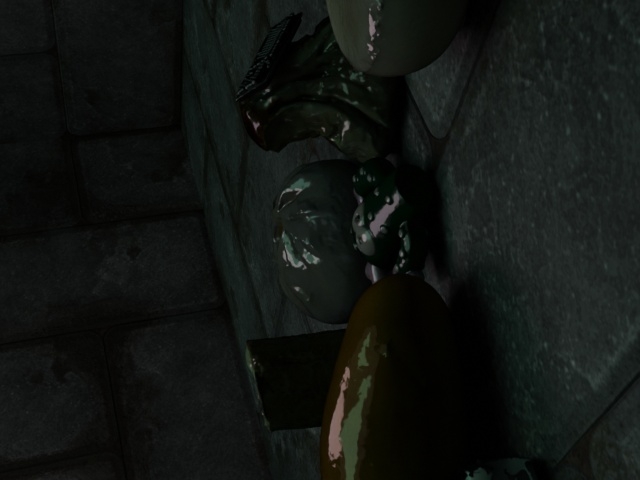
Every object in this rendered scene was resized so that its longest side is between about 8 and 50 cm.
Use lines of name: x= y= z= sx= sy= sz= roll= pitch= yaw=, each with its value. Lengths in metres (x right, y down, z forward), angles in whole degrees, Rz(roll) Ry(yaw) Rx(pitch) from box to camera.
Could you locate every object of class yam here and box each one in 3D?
yam: x=0.013 y=0.264 z=1.713 sx=0.195 sy=0.300 sz=0.195 roll=175 pitch=90 yaw=-80

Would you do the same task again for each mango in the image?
mango: x=0.120 y=0.270 z=1.382 sx=0.300 sy=0.232 sz=0.445 roll=-13 pitch=-77 yaw=-65

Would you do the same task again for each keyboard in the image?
keyboard: x=-0.089 y=-0.329 z=1.578 sx=0.094 sy=0.025 sz=0.230 roll=-25 pitch=31 yaw=34

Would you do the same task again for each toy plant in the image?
toy plant: x=0.116 y=-0.029 z=1.521 sx=0.243 sy=0.113 sz=0.232 roll=175 pitch=91 yaw=-68

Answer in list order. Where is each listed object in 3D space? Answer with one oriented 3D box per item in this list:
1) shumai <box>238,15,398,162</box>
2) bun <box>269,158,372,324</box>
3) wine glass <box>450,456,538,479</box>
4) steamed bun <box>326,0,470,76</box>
shumai: x=-0.022 y=-0.283 z=1.597 sx=0.309 sy=0.264 sz=0.304 roll=-131 pitch=34 yaw=-62
bun: x=0.001 y=0.006 z=1.784 sx=0.354 sy=0.194 sz=0.354 roll=173 pitch=90 yaw=-77
wine glass: x=0.265 y=0.463 z=1.226 sx=0.143 sy=0.143 sz=0.321 roll=132 pitch=128 yaw=-70
steamed bun: x=0.114 y=-0.370 z=1.228 sx=0.283 sy=0.177 sz=0.283 roll=170 pitch=90 yaw=-78
